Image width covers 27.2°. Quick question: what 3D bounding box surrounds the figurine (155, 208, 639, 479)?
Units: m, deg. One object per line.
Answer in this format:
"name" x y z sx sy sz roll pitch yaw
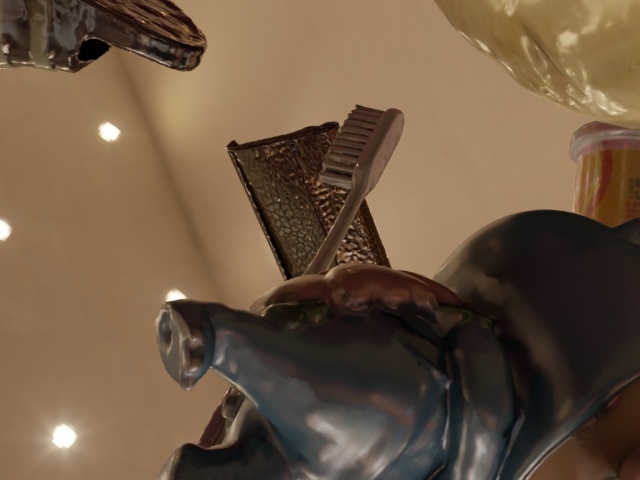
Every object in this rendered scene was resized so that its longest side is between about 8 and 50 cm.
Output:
"figurine" 0.045 0.058 0.368 0.178 0.114 0.144 -2 -145 -26

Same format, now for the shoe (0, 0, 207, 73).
"shoe" -0.130 -0.095 0.513 0.179 0.049 0.071 25 -161 3

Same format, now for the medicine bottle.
"medicine bottle" 0.257 0.103 1.176 0.108 0.108 0.426 22 -114 -29

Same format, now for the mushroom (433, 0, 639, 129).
"mushroom" 0.123 -0.230 0.588 0.356 0.315 0.315 40 -148 -5

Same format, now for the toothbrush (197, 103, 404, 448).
"toothbrush" -0.036 0.062 0.621 0.029 0.024 0.354 13 -125 22

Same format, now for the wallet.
"wallet" 0.000 0.000 1.350 0.039 0.132 0.243 -54 -50 -49
